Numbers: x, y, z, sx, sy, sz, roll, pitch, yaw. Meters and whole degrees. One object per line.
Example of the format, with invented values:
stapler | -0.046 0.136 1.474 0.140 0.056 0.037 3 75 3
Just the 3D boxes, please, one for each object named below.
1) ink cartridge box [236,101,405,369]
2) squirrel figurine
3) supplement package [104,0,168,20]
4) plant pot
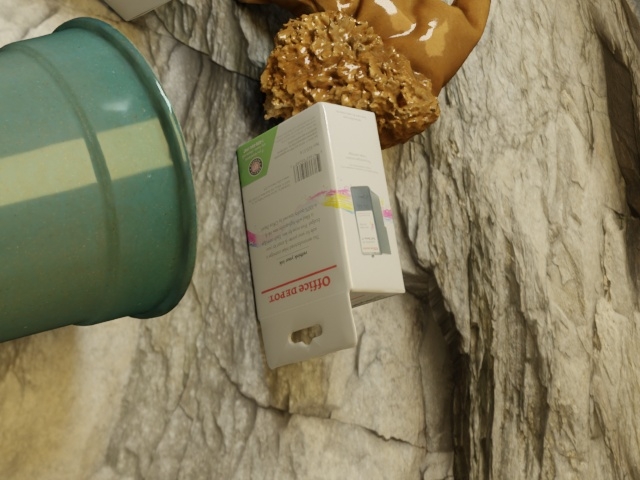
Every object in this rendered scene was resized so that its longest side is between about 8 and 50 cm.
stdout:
ink cartridge box | 0.000 0.000 1.247 0.119 0.207 0.353 5 71 -43
squirrel figurine | 0.042 -0.351 1.389 0.370 0.281 0.397 36 48 -22
supplement package | -0.285 -0.478 1.137 0.293 0.175 0.177 42 48 -40
plant pot | -0.355 -0.030 0.837 0.334 0.341 0.341 -21 90 -39
